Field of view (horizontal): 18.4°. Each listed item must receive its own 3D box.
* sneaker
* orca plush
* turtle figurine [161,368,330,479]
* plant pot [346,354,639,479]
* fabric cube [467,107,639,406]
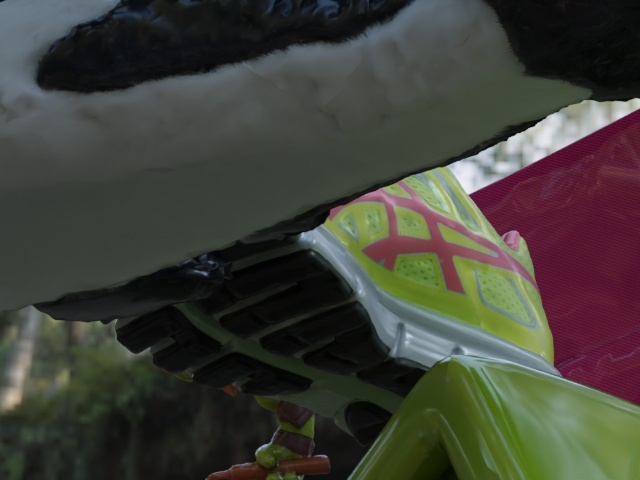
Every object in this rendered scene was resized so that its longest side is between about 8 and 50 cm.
[{"bbox_3d":[0.000,0.000,0.618,0.081,0.094,0.208,-19,-37,34],"label":"sneaker"},{"bbox_3d":[-0.053,-0.056,0.468,0.151,0.102,0.287,14,-24,-38],"label":"orca plush"},{"bbox_3d":[-0.017,0.048,1.148,0.217,0.269,0.087,-23,7,29],"label":"turtle figurine"},{"bbox_3d":[0.094,0.191,0.450,0.207,0.228,0.227,13,-56,-26],"label":"plant pot"},{"bbox_3d":[0.257,0.074,1.063,0.258,0.259,0.254,-27,-36,20],"label":"fabric cube"}]
